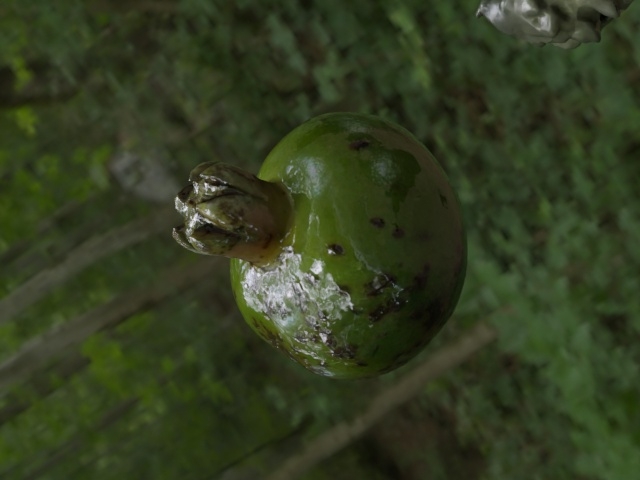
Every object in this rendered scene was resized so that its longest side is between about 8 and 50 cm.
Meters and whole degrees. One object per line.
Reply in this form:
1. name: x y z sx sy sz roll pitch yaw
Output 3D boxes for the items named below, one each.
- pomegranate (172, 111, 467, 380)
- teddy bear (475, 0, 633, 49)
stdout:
1. pomegranate: 0.000 0.000 1.136 0.247 0.202 0.202 12 -134 -36
2. teddy bear: 0.155 -0.297 0.960 0.367 0.225 0.357 34 170 -25
